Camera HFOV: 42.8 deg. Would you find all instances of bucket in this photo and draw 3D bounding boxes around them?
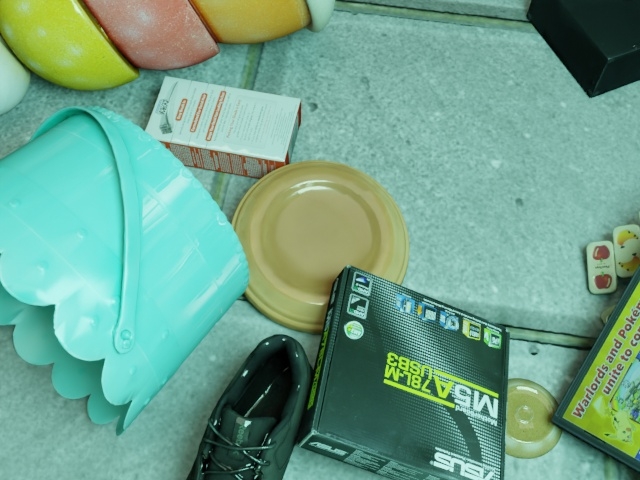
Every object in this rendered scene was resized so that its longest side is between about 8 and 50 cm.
[{"bbox_3d":[-0.215,0.021,0.765,0.281,0.281,0.183,35,63,17],"label":"bucket"}]

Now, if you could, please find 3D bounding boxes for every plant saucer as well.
[{"bbox_3d":[0.000,0.000,0.883,0.200,0.037,0.200,2,70,-4],"label":"plant saucer"},{"bbox_3d":[0.203,0.175,0.818,0.083,0.015,0.083,0,61,0],"label":"plant saucer"}]

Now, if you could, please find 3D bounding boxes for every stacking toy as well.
[{"bbox_3d":[-0.255,-0.289,0.949,0.480,0.350,0.350,-34,65,0],"label":"stacking toy"}]

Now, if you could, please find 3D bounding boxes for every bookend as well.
[{"bbox_3d":[0.376,-0.282,1.043,0.156,0.072,0.157,-22,63,-13],"label":"bookend"}]

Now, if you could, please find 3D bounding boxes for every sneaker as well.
[{"bbox_3d":[-0.080,0.210,0.731,0.109,0.130,0.286,14,63,5],"label":"sneaker"}]

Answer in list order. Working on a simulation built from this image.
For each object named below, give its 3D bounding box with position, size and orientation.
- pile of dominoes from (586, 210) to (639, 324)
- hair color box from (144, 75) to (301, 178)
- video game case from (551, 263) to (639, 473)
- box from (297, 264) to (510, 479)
[{"bbox_3d":[0.394,0.027,0.816,0.251,0.040,0.196,-34,60,18],"label":"pile of dominoes"},{"bbox_3d":[-0.113,-0.131,0.964,0.167,0.053,0.093,11,63,4],"label":"hair color box"},{"bbox_3d":[0.384,0.107,0.733,0.248,0.035,0.275,27,83,40],"label":"video game case"},{"bbox_3d":[0.087,0.136,0.776,0.191,0.045,0.184,23,49,-10],"label":"box"}]
